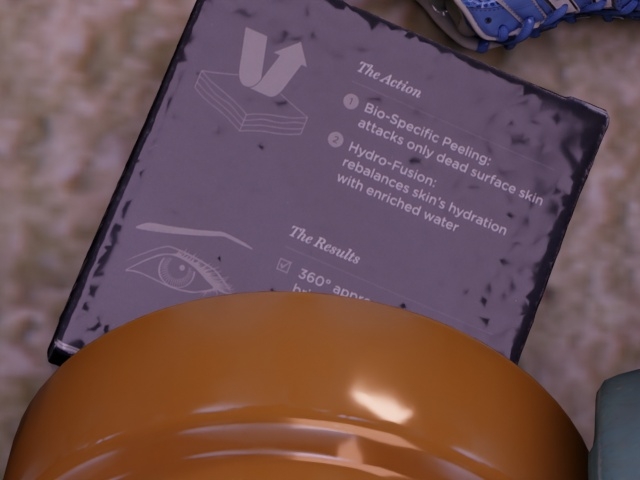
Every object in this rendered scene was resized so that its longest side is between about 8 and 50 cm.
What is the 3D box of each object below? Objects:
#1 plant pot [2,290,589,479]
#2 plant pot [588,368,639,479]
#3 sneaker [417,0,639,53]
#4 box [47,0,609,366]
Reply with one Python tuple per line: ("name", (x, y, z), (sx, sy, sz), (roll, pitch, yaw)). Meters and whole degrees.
("plant pot", (-0.012, 0.152, 0.560), (0.205, 0.205, 0.188), (16, 39, -8))
("plant pot", (0.254, 0.152, 0.525), (0.334, 0.341, 0.341), (-4, 82, 11))
("sneaker", (0.090, -0.111, 0.726), (0.211, 0.080, 0.081), (13, 86, 1))
("box", (0.000, 0.000, 0.678), (0.156, 0.093, 0.158), (23, 79, -7))
